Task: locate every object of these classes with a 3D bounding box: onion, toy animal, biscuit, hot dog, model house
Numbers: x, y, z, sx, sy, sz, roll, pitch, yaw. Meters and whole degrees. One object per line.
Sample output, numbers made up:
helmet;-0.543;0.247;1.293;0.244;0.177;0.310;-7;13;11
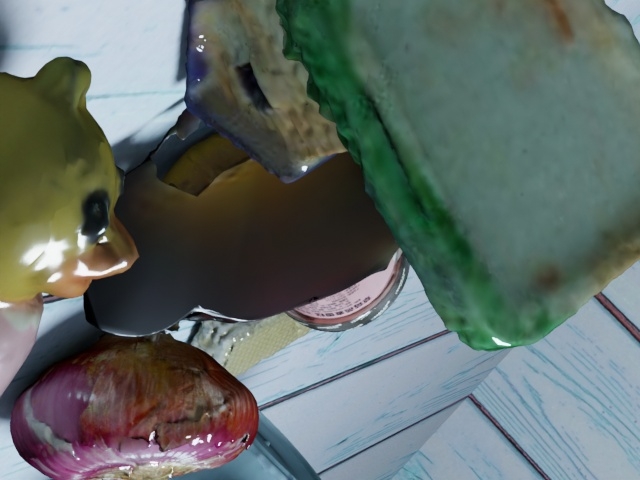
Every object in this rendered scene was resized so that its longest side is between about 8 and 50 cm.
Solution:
onion;-0.177;0.147;1.288;0.230;0.163;0.230;-10;170;-2
toy animal;-0.221;0.007;0.830;0.281;0.169;0.195;-45;-163;12
biscuit;-0.041;0.073;1.542;0.239;0.062;0.108;-30;159;-36
hot dog;-0.069;-0.031;1.146;0.326;0.194;0.107;-4;-177;-33
model house;0.063;-0.089;0.999;0.245;0.312;0.280;-37;-162;-28

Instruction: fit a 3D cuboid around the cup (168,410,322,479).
cup;-0.168;0.331;1.536;0.311;0.257;0.331;-45;175;0

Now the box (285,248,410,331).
box;0.000;0.000;1.330;0.151;0.151;0.135;-43;155;-1
